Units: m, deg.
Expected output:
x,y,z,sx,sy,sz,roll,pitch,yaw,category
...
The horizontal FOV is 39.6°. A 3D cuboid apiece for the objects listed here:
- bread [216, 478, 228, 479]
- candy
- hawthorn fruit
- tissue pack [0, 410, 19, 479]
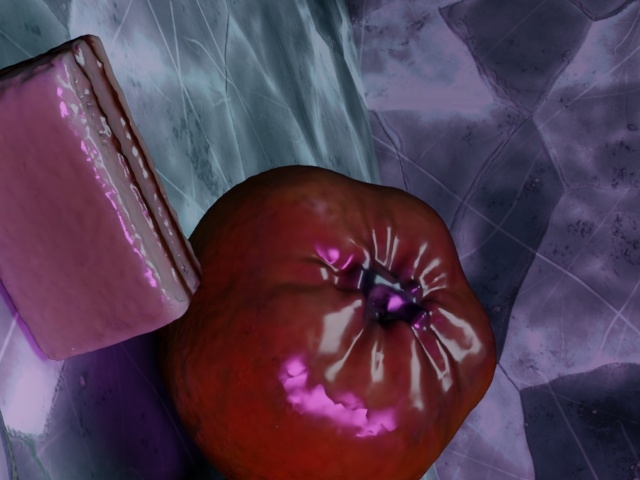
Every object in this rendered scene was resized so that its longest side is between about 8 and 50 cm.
x,y,z,sx,sy,sz,roll,pitch,yaw,category
-0.143,0.396,1.136,0.236,0.106,0.140,-50,122,-72,bread
-0.270,-0.039,0.963,0.135,0.179,0.321,-73,146,-65,candy
-0.022,0.131,1.188,0.472,0.471,0.472,-15,90,-74,hawthorn fruit
-0.343,0.187,0.597,0.311,0.128,0.228,-15,88,-75,tissue pack
